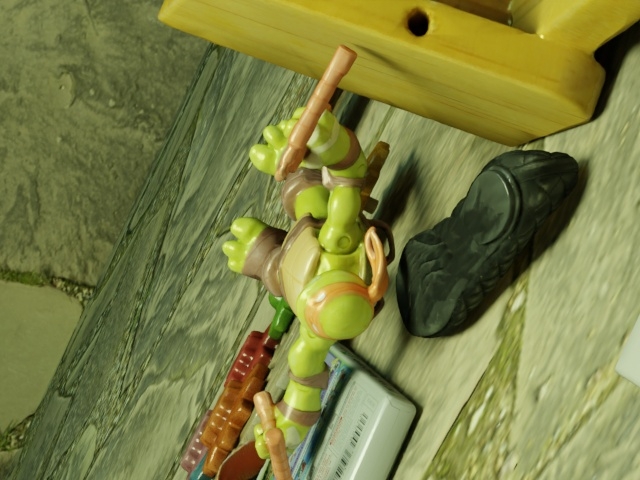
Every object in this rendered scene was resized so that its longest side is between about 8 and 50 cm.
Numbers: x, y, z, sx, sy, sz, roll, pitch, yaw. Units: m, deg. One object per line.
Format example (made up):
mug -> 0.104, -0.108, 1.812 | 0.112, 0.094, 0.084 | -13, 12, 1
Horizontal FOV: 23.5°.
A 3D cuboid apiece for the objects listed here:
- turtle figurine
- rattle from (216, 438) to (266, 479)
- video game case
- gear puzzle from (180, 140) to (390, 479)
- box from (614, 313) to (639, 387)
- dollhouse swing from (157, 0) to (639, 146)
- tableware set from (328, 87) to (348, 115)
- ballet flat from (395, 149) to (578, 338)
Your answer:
turtle figurine -> 0.000, 0.000, 0.904 | 0.217, 0.087, 0.269 | -117, 29, -67
rattle -> -0.106, 0.192, 0.918 | 0.130, 0.143, 0.199 | 99, 175, -48
video game case -> -0.015, 0.173, 0.929 | 0.212, 0.023, 0.193 | -67, 13, 1
gear puzzle -> -0.039, 0.073, 1.091 | 0.339, 0.044, 0.175 | -61, 4, 24
box -> 0.192, -0.086, 0.459 | 0.067, 0.063, 0.324 | -129, 64, -78
dollhouse swing -> 0.082, -0.269, 0.765 | 0.305, 0.315, 0.346 | 71, -140, -78
tableware set -> 0.034, -0.147, 1.267 | 0.194, 0.039, 0.128 | -59, 2, 8
ballet flat -> 0.083, 0.008, 0.811 | 0.173, 0.049, 0.057 | -52, 54, 57
